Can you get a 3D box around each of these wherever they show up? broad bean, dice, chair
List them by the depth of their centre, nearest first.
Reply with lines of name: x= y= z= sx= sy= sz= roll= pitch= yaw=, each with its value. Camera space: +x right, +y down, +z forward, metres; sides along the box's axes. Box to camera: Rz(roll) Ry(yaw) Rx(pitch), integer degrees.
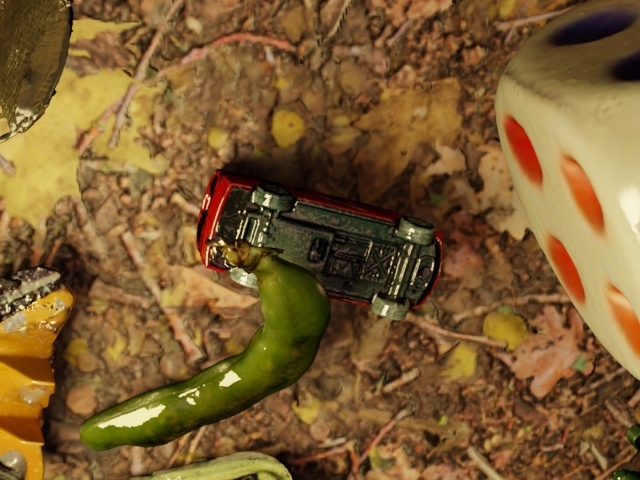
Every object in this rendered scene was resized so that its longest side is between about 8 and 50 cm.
chair: x=-0.257 y=-0.160 z=1.260 sx=0.149 sy=0.213 sz=0.174 roll=17 pitch=101 yaw=-24
dice: x=0.333 y=-0.061 z=1.386 sx=0.304 sy=0.304 sz=0.277 roll=-25 pitch=113 yaw=-6
broad bean: x=-0.080 y=0.092 z=1.414 sx=0.144 sy=0.049 sz=0.292 roll=13 pitch=138 yaw=-26

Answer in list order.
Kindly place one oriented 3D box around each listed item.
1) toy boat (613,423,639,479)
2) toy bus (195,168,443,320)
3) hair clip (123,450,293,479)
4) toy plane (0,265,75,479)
toy boat: x=0.358 y=0.236 z=1.625 sx=0.210 sy=0.052 sz=0.104 roll=38 pitch=93 yaw=-23
toy bus: x=0.000 y=0.000 z=1.437 sx=0.195 sy=0.089 sz=0.081 roll=13 pitch=104 yaw=-17
hair clip: x=-0.175 y=0.268 z=1.480 sx=0.321 sy=0.138 sz=0.091 roll=-8 pitch=153 yaw=-12
toy plane: x=-0.361 y=0.098 z=1.379 sx=0.316 sy=0.103 sz=0.204 roll=10 pitch=103 yaw=-10
